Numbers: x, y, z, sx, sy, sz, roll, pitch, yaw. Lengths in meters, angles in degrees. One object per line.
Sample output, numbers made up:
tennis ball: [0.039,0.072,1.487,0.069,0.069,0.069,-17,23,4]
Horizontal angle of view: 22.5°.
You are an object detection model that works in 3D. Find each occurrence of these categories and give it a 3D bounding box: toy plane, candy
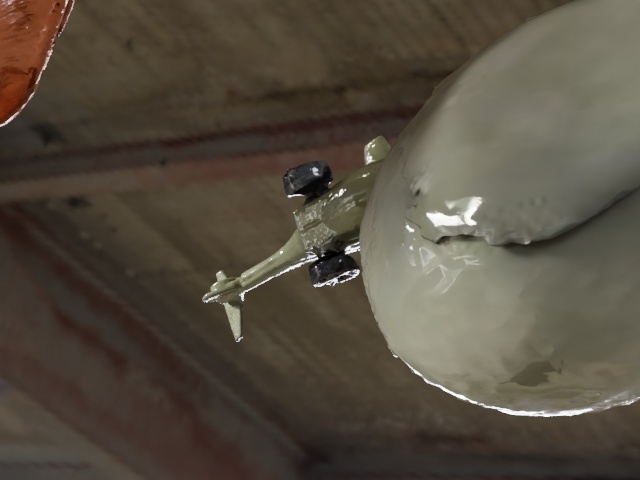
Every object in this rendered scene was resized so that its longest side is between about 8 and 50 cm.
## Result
toy plane: [0.000,0.000,1.236,0.286,0.092,0.108,-30,-18,38]
candy: [0.156,-0.021,0.900,0.295,0.295,0.185,-6,-55,38]

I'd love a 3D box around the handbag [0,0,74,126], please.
handbag: [-0.304,-0.198,1.057,0.303,0.116,0.410,-13,-22,-28]
